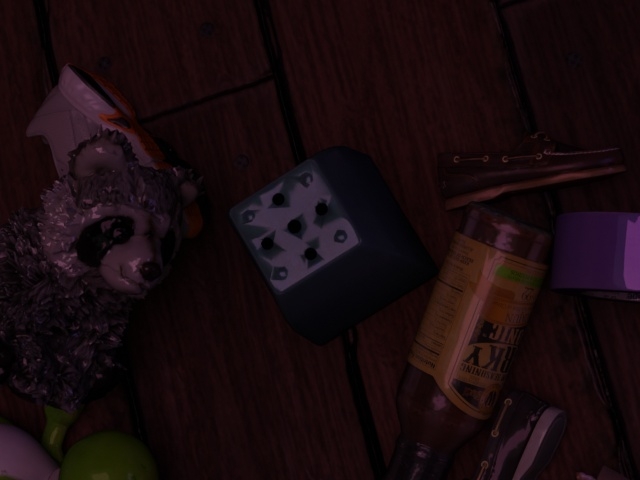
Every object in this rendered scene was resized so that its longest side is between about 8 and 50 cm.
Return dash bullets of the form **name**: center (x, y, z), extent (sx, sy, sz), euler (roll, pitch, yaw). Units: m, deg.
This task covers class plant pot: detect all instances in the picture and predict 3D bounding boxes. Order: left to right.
- **plant pot**: center (0.000, 0.000, 1.672), extent (0.165, 0.234, 0.165), euler (-32, 79, 8)

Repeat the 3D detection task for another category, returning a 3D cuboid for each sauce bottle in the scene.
- **sauce bottle**: center (0.149, 0.134, 1.685), extent (0.111, 0.111, 0.344), euler (21, 97, 14)

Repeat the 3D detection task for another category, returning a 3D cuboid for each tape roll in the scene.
- **tape roll**: center (0.335, 0.022, 1.614), extent (0.189, 0.189, 0.080), euler (5, 86, 14)

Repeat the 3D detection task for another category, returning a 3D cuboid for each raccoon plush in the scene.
- **raccoon plush**: center (-0.342, -0.015, 1.726), extent (0.446, 0.216, 0.299), euler (26, 92, 27)

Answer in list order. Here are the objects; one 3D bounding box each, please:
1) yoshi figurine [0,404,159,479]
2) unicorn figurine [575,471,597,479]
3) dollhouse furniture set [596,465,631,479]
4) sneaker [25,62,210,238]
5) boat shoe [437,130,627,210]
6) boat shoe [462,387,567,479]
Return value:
- **yoshi figurine**: center (-0.319, 0.250, 1.745), extent (0.362, 0.203, 0.203), euler (18, 82, 11)
- **unicorn figurine**: center (0.286, 0.305, 1.658), extent (0.162, 0.060, 0.111), euler (-25, 118, 29)
- **dollhouse furniture set**: center (0.219, 0.377, 1.530), extent (0.135, 0.259, 0.262), euler (29, 123, 10)
- **sneaker**: center (-0.238, -0.081, 1.818), extent (0.121, 0.099, 0.262), euler (-48, 69, 13)
- **boat shoe**: center (0.229, -0.085, 1.710), extent (0.207, 0.073, 0.073), euler (-10, 84, 12)
- **boat shoe**: center (0.186, 0.271, 1.682), extent (0.069, 0.081, 0.227), euler (28, 91, 28)
